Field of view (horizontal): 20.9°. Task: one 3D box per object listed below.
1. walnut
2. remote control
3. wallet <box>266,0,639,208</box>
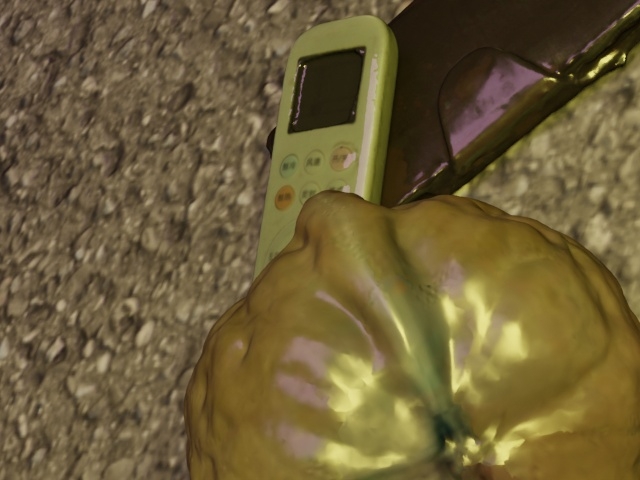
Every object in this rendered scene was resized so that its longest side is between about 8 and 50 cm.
[{"bbox_3d":[0.050,0.090,0.901,0.248,0.248,0.248,-24,46,28],"label":"walnut"},{"bbox_3d":[0.000,0.000,1.119,0.090,0.038,0.310,-7,67,39],"label":"remote control"},{"bbox_3d":[0.096,-0.121,1.160,0.309,0.042,0.165,-40,41,15],"label":"wallet"}]
